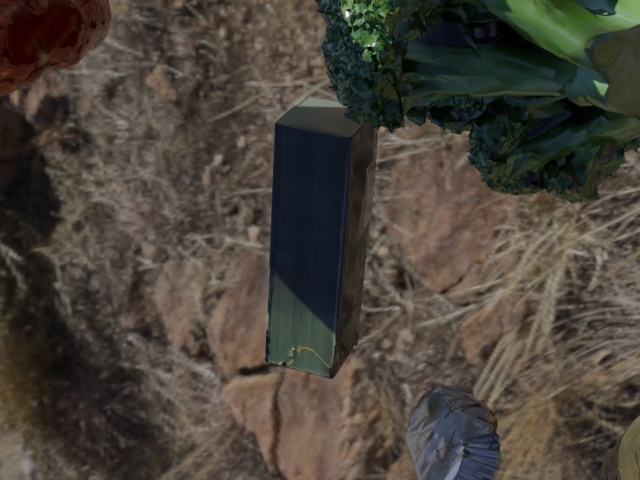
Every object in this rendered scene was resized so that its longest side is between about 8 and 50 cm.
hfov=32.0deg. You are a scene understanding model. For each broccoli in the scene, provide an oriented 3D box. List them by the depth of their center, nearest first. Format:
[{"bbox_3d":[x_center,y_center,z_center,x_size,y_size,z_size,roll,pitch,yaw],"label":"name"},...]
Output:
[{"bbox_3d":[0.159,-0.215,0.871,0.321,0.310,0.414,8,128,3],"label":"broccoli"}]

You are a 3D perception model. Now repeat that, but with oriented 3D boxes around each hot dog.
[{"bbox_3d":[0.118,0.185,0.998,0.053,0.192,0.099,34,96,-9],"label":"hot dog"}]

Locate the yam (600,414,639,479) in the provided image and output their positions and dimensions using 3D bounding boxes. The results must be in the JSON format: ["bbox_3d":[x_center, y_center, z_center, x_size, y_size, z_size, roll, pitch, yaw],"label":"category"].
[{"bbox_3d":[0.261,0.138,0.777,0.083,0.083,0.371,52,167,21],"label":"yam"}]

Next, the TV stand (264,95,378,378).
[{"bbox_3d":[0.000,0.000,1.122,0.082,0.088,0.270,13,119,15],"label":"TV stand"}]

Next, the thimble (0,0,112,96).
[{"bbox_3d":[-0.344,-0.214,0.843,0.350,0.350,0.231,3,117,39],"label":"thimble"}]
